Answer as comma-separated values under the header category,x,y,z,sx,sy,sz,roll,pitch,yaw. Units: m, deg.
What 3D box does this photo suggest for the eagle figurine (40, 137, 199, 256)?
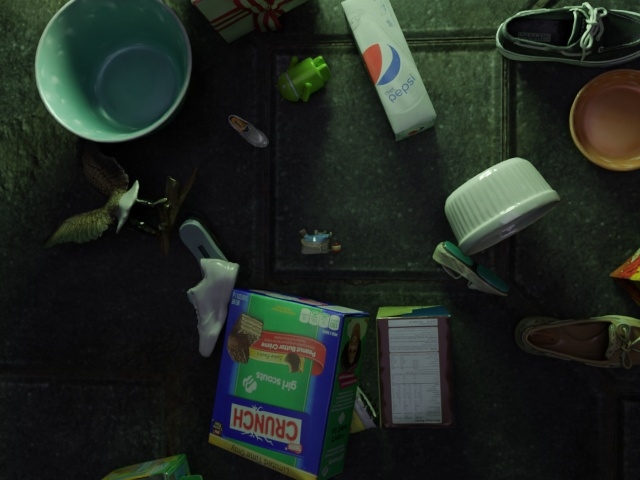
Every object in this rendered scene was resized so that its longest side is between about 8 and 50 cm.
category,x,y,z,sx,sy,sz,roll,pitch,yaw
eagle figurine,-0.426,-0.070,1.355,0.298,0.226,0.225,16,127,10

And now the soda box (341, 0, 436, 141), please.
category,x,y,z,sx,sy,sz,roll,pitch,yaw
soda box,0.137,-0.351,1.344,0.091,0.098,0.287,-22,88,6

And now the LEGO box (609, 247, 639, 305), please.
category,x,y,z,sx,sy,sz,roll,pitch,yaw
LEGO box,0.789,0.183,1.130,0.193,0.372,0.500,-44,85,5

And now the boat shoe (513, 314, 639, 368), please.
category,x,y,z,sx,sy,sz,roll,pitch,yaw
boat shoe,0.526,0.199,1.300,0.285,0.089,0.105,0,89,6

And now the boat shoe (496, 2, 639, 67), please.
category,x,y,z,sx,sy,sz,roll,pitch,yaw
boat shoe,0.502,-0.406,1.299,0.306,0.105,0.113,7,91,7

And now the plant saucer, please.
category,x,y,z,sx,sy,sz,roll,pitch,yaw
plant saucer,0.591,-0.235,1.322,0.199,0.037,0.200,0,90,7

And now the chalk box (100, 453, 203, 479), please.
category,x,y,z,sx,sy,sz,roll,pitch,yaw
chalk box,-0.334,0.528,1.377,0.212,0.132,0.133,-13,87,5

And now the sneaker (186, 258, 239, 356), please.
category,x,y,z,sx,sy,sz,roll,pitch,yaw
sneaker,-0.233,0.134,1.376,0.094,0.080,0.212,16,104,-2

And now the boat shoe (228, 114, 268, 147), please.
category,x,y,z,sx,sy,sz,roll,pitch,yaw
boat shoe,-0.152,-0.230,1.406,0.100,0.035,0.035,40,94,5

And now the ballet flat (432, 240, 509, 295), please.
category,x,y,z,sx,sy,sz,roll,pitch,yaw
ballet flat,0.301,0.066,1.353,0.168,0.057,0.052,39,122,9

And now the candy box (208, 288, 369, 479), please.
category,x,y,z,sx,sy,sz,roll,pitch,yaw
candy box,-0.066,0.272,1.305,0.268,0.122,0.318,9,91,32

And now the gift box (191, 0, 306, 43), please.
category,x,y,z,sx,sy,sz,roll,pitch,yaw
gift box,-0.140,-0.560,1.299,0.276,0.255,0.258,-26,85,12

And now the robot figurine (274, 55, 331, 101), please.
category,x,y,z,sx,sy,sz,roll,pitch,yaw
robot figurine,-0.037,-0.330,1.378,0.115,0.067,0.101,-27,59,6

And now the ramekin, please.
category,x,y,z,sx,sy,sz,roll,pitch,yaw
ramekin,0.335,-0.067,1.272,0.207,0.207,0.109,-29,76,5

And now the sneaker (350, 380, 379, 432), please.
category,x,y,z,sx,sy,sz,roll,pitch,yaw
sneaker,0.032,0.301,1.363,0.094,0.081,0.209,-31,81,18

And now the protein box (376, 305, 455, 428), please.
category,x,y,z,sx,sy,sz,roll,pitch,yaw
protein box,0.180,0.235,1.283,0.135,0.200,0.201,-2,90,7

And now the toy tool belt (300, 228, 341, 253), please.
category,x,y,z,sx,sy,sz,roll,pitch,yaw
toy tool belt,0.000,0.000,1.381,0.083,0.052,0.051,-4,98,6

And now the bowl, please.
category,x,y,z,sx,sy,sz,roll,pitch,yaw
bowl,-0.394,-0.334,1.364,0.311,0.163,0.312,0,86,4

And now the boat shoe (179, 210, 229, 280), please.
category,x,y,z,sx,sy,sz,roll,pitch,yaw
boat shoe,-0.231,0.023,1.405,0.065,0.083,0.183,-23,114,6
